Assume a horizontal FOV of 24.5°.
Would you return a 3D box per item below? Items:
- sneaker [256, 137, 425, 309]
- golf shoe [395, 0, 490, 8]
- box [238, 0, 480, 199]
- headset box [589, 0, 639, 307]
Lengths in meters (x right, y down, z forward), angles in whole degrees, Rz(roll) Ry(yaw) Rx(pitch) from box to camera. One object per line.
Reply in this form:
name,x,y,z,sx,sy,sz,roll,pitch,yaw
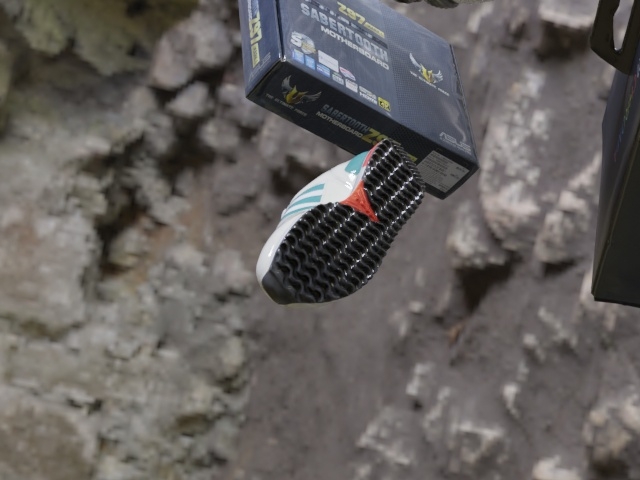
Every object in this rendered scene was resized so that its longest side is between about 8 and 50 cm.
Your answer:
sneaker,0.000,0.000,0.883,0.075,0.057,0.161,-28,14,41
golf shoe,0.069,-0.204,0.660,0.077,0.094,0.198,-58,-32,-64
box,0.033,-0.158,1.356,0.059,0.233,0.183,-44,35,31
headset box,0.265,-0.073,0.663,0.246,0.283,0.131,92,-171,-50
